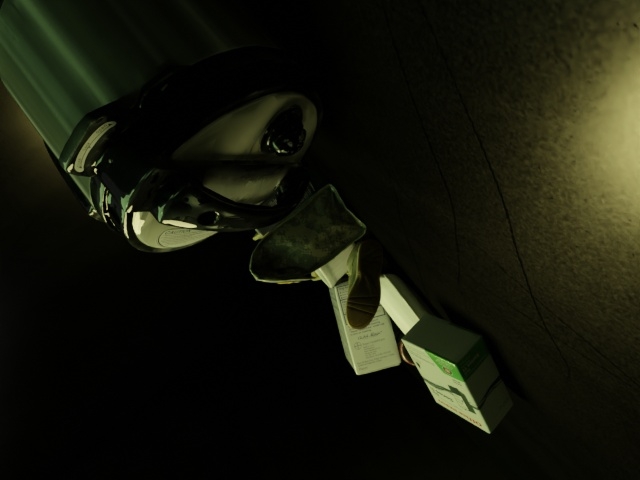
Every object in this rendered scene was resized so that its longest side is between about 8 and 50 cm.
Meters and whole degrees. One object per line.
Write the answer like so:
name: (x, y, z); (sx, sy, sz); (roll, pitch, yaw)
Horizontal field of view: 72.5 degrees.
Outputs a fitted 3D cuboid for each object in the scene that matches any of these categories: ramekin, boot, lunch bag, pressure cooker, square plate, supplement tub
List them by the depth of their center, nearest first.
pressure cooker: (-0.206, -0.184, 0.647); (0.420, 0.370, 0.375); (49, 158, 10)
boot: (0.100, 0.103, 1.083); (0.077, 0.213, 0.165); (9, 179, -4)
lunch bag: (-0.049, 0.015, 1.101); (0.169, 0.287, 0.235); (52, 174, 0)
square plate: (0.261, 0.223, 1.157); (0.347, 0.049, 0.344); (51, 173, 5)
ramekin: (0.000, 0.000, 1.364); (0.277, 0.135, 0.277); (52, 174, 7)
supplement tub: (0.290, 0.337, 1.418); (0.106, 0.106, 0.198); (51, 175, 2)

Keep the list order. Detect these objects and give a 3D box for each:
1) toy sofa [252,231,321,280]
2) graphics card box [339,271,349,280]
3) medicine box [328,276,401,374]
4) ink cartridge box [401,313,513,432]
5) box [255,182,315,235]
toy sofa: (-0.094, 0.007, 1.911); (0.363, 0.177, 0.150); (37, 156, -15)
graphics card box: (0.005, 0.021, 1.733); (0.371, 0.094, 0.233); (53, 174, -6)
medicine box: (0.137, 0.266, 1.462); (0.263, 0.149, 0.289); (133, 124, -85)
ink cartridge box: (0.279, 0.268, 0.890); (0.153, 0.087, 0.208); (13, 139, 59)
box: (-0.146, -0.141, 1.273); (0.153, 0.207, 0.108); (47, 173, 37)
